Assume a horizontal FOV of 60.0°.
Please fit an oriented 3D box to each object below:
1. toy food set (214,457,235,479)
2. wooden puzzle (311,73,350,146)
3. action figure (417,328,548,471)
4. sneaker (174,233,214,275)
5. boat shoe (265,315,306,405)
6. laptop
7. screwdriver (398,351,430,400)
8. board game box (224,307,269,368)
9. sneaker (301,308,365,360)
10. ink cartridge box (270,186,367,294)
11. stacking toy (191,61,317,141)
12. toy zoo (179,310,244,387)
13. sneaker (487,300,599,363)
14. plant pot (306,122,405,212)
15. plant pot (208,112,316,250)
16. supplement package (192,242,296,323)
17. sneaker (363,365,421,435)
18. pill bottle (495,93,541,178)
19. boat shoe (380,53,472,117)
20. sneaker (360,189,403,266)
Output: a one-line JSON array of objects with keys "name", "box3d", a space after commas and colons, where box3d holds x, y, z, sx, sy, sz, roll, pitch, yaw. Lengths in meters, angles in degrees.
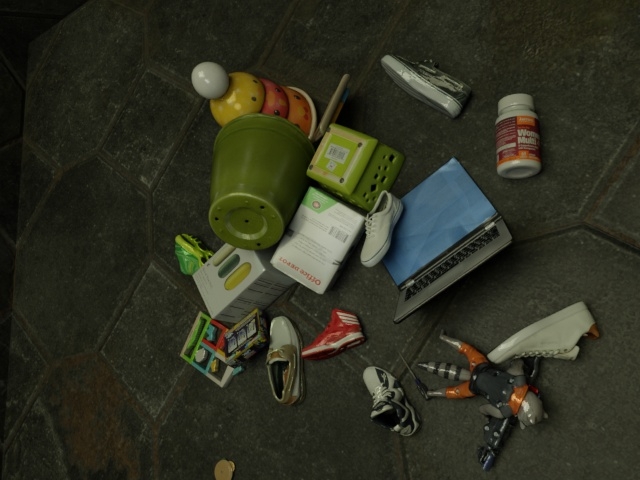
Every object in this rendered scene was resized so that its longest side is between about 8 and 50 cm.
[{"name": "toy food set", "box3d": [-0.334, 0.799, 1.915, 0.083, 0.020, 0.083, 4, 80, 33]}, {"name": "wooden puzzle", "box3d": [0.038, -0.438, 1.910, 0.044, 0.239, 0.220, 26, 84, -6]}, {"name": "action figure", "box3d": [0.422, 0.420, 1.458, 0.330, 0.179, 0.341, 13, 81, 44]}, {"name": "sneaker", "box3d": [-0.471, 0.094, 2.160, 0.295, 0.109, 0.123, 44, 126, 30]}, {"name": "boat shoe", "box3d": [-0.121, 0.391, 1.843, 0.113, 0.103, 0.302, -25, 65, 24]}, {"name": "laptop", "box3d": [0.313, -0.016, 1.612, 0.382, 0.408, 0.236, -39, 93, 18]}, {"name": "screwdriver", "box3d": [0.278, 0.401, 1.648, 0.024, 0.025, 0.170, -43, 50, 16]}, {"name": "board game box", "box3d": [-0.257, 0.337, 1.910, 0.170, 0.048, 0.141, -39, 34, 18]}, {"name": "sneaker", "box3d": [0.032, 0.302, 1.798, 0.221, 0.087, 0.128, -20, 58, 13]}, {"name": "ink cartridge box", "box3d": [0.000, 0.000, 1.816, 0.211, 0.121, 0.289, 31, 99, 12]}, {"name": "stacking toy", "box3d": [-0.266, -0.463, 1.938, 0.351, 0.480, 0.350, -9, 72, 30]}, {"name": "toy zoo", "box3d": [-0.383, 0.408, 2.047, 0.293, 0.030, 0.192, 24, 90, 34]}, {"name": "sneaker", "box3d": [0.572, 0.264, 1.400, 0.290, 0.106, 0.123, -25, 70, -3]}, {"name": "plant pot", "box3d": [0.103, -0.247, 1.816, 0.228, 0.207, 0.227, 29, 94, 35]}, {"name": "plant pot", "box3d": [-0.212, -0.166, 1.817, 0.367, 0.366, 0.353, -21, 37, 26]}, {"name": "supplement package", "box3d": [-0.266, 0.131, 1.947, 0.263, 0.198, 0.199, -42, 59, 16]}, {"name": "sneaker", "box3d": [0.181, 0.461, 1.605, 0.094, 0.153, 0.235, -41, 59, 16]}, {"name": "pill bottle", "box3d": [0.566, -0.299, 1.591, 0.121, 0.121, 0.221, -6, 74, 31]}, {"name": "boat shoe", "box3d": [0.348, -0.526, 1.807, 0.335, 0.121, 0.119, 42, 93, 22]}, {"name": "sneaker", "box3d": [0.172, -0.041, 1.716, 0.094, 0.091, 0.258, -11, 47, 48]}]
